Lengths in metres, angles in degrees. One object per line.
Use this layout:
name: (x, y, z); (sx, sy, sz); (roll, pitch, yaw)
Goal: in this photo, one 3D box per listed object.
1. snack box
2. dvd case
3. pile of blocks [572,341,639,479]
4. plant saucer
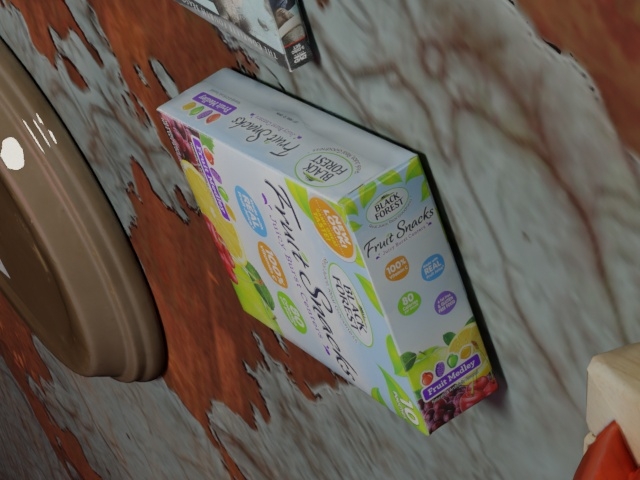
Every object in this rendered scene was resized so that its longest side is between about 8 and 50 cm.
snack box: (0.000, 0.000, 0.688); (0.141, 0.037, 0.100); (30, 148, 55)
dvd case: (-0.043, -0.122, 0.642); (0.087, 0.013, 0.119); (36, 153, 48)
pile of blocks: (0.133, 0.134, 0.315); (0.149, 0.113, 0.362); (101, 147, -47)
plant saucer: (-0.185, -0.026, 1.123); (0.278, 0.041, 0.278); (49, 161, 24)
